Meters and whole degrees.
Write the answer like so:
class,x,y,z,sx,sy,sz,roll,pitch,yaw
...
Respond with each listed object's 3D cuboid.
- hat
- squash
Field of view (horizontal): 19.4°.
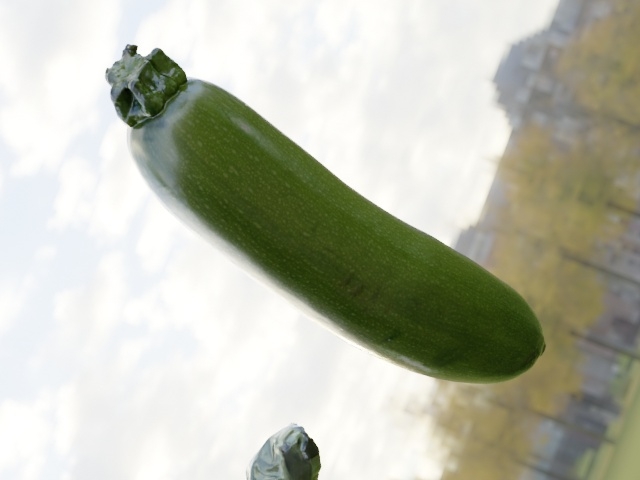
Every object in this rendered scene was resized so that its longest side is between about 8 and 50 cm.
class,x,y,z,sx,sy,sz,roll,pitch,yaw
hat,-0.034,0.201,1.384,0.166,0.081,0.122,75,-169,-80
squash,0.000,0.000,0.887,0.069,0.258,0.069,-49,19,23
